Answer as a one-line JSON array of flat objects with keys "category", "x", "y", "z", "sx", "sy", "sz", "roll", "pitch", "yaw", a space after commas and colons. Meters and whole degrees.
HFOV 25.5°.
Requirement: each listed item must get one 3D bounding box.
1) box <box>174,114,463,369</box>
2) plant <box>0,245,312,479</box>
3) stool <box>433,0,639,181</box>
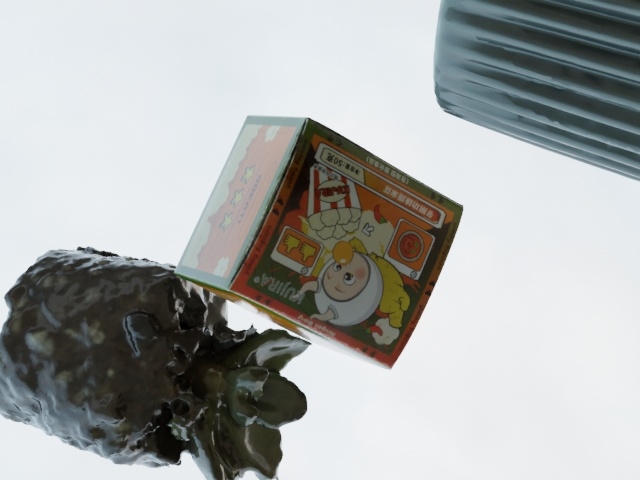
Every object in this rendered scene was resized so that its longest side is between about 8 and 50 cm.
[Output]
[{"category": "box", "x": 0.000, "y": 0.000, "z": 1.349, "sx": 0.195, "sy": 0.148, "sz": 0.178, "roll": 28, "pitch": -97, "yaw": -26}, {"category": "plant", "x": -0.167, "y": 0.135, "z": 1.467, "sx": 0.312, "sy": 0.213, "sz": 0.215, "roll": 19, "pitch": -95, "yaw": 23}, {"category": "stool", "x": 0.271, "y": -0.167, "z": 1.002, "sx": 0.330, "sy": 0.297, "sz": 0.297, "roll": 16, "pitch": -136, "yaw": 13}]
